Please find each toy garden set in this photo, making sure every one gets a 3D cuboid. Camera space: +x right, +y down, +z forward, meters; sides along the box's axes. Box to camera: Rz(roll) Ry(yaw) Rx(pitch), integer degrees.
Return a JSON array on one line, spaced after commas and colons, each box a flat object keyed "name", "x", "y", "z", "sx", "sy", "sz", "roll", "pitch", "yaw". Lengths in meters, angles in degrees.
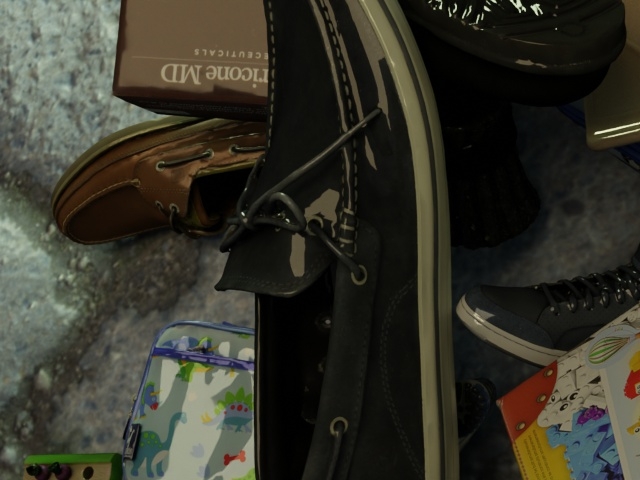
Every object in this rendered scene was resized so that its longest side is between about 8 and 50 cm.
[{"name": "toy garden set", "x": -0.219, "y": 0.314, "z": 1.497, "sx": 0.203, "sy": 0.049, "sz": 0.244, "roll": -6, "pitch": 67, "yaw": 29}]

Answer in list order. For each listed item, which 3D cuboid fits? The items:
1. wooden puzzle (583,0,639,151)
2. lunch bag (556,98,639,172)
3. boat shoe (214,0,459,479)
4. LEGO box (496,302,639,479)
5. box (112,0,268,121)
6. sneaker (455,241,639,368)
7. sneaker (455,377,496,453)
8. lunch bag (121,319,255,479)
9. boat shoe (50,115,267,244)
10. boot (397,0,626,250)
[{"name": "wooden puzzle", "x": 0.307, "y": -0.196, "z": 1.268, "sx": 0.221, "sy": 0.044, "sz": 0.239, "roll": -12, "pitch": 67, "yaw": 28}, {"name": "lunch bag", "x": 0.354, "y": -0.178, "z": 1.326, "sx": 0.243, "sy": 0.115, "sz": 0.303, "roll": 38, "pitch": 94, "yaw": 37}, {"name": "boat shoe", "x": 0.000, "y": 0.000, "z": 1.259, "sx": 0.187, "sy": 0.156, "sz": 0.500, "roll": -175, "pitch": 79, "yaw": -67}, {"name": "LEGO box", "x": 0.353, "y": 0.193, "z": 0.987, "sx": 0.372, "sy": 0.193, "sz": 0.500, "roll": -36, "pitch": 26, "yaw": 12}, {"name": "box", "x": -0.065, "y": -0.303, "z": 1.457, "sx": 0.191, "sy": 0.143, "sz": 0.381, "roll": 4, "pitch": 90, "yaw": 14}, {"name": "sneaker", "x": 0.228, "y": 0.024, "z": 1.235, "sx": 0.086, "sy": 0.226, "sz": 0.163, "roll": -107, "pitch": 33, "yaw": -63}, {"name": "sneaker", "x": 0.107, "y": 0.167, "z": 1.369, "sx": 0.052, "sy": 0.058, "sz": 0.135, "roll": 47, "pitch": 119, "yaw": 12}, {"name": "lunch bag", "x": -0.059, "y": 0.162, "z": 1.423, "sx": 0.219, "sy": 0.090, "sz": 0.176, "roll": 9, "pitch": 72, "yaw": 20}, {"name": "boat shoe", "x": -0.132, "y": -0.058, "z": 1.569, "sx": 0.307, "sy": 0.110, "sz": 0.104, "roll": -26, "pitch": 57, "yaw": 19}, {"name": "boot", "x": 0.134, "y": -0.101, "z": 1.308, "sx": 0.131, "sy": 0.260, "sz": 0.348, "roll": -22, "pitch": 27, "yaw": -20}]
